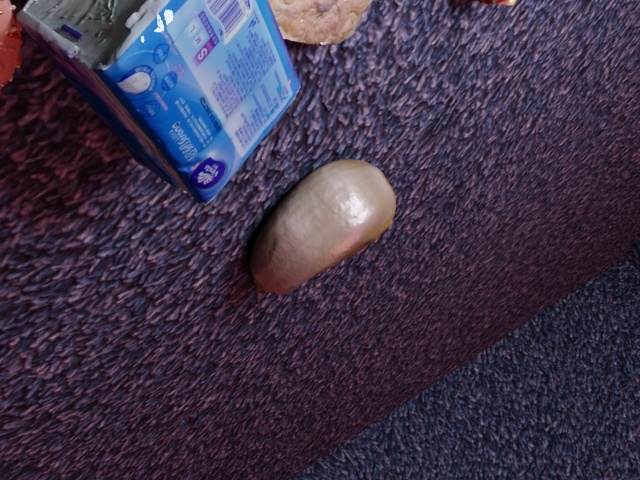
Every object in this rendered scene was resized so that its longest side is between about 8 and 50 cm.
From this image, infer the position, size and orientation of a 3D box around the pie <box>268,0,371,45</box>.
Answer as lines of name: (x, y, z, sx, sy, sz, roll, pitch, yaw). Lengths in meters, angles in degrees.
pie: (-0.003, -0.324, 0.903, 0.218, 0.052, 0.185, -6, 138, -43)

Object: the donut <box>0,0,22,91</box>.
donut: (-0.328, -0.182, 0.685, 0.117, 0.065, 0.166, -5, 136, -47)

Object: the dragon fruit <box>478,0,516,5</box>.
dragon fruit: (0.261, -0.403, 1.093, 0.086, 0.081, 0.116, -18, 145, -19)

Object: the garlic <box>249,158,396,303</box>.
garlic: (-0.012, 0.006, 1.264, 0.338, 0.151, 0.196, -44, 164, 6)

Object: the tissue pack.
tissue pack: (-0.151, -0.195, 0.777, 0.198, 0.146, 0.263, -53, 157, -12)
